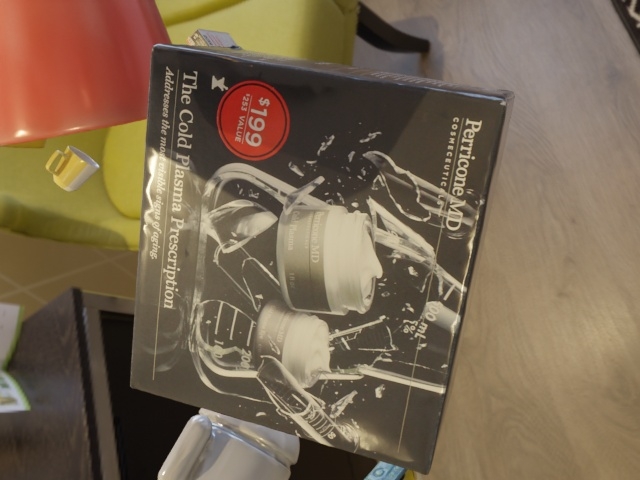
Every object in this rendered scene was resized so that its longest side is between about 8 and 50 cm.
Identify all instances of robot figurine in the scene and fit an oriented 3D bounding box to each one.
[{"bbox_3d":[-0.165,0.418,1.236,0.199,0.300,0.354,12,63,34],"label":"robot figurine"}]

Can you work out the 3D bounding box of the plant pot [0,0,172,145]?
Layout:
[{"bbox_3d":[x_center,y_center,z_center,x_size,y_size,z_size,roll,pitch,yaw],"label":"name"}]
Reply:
[{"bbox_3d":[-0.322,-0.267,0.903,0.274,0.275,0.243,2,109,39],"label":"plant pot"}]

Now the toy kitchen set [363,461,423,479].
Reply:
[{"bbox_3d":[0.130,0.324,0.842,0.207,0.166,0.122,5,118,40],"label":"toy kitchen set"}]

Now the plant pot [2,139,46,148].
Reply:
[{"bbox_3d":[-0.571,-0.283,1.147,0.212,0.187,0.212,56,137,19],"label":"plant pot"}]

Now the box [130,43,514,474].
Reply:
[{"bbox_3d":[0.000,0.000,0.692,0.312,0.179,0.344,12,107,14],"label":"box"}]

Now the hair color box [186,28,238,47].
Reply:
[{"bbox_3d":[-0.247,-0.457,1.655,0.043,0.141,0.072,-38,84,25],"label":"hair color box"}]

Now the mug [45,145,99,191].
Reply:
[{"bbox_3d":[-0.430,-0.123,1.196,0.064,0.078,0.062,-51,29,5],"label":"mug"}]
